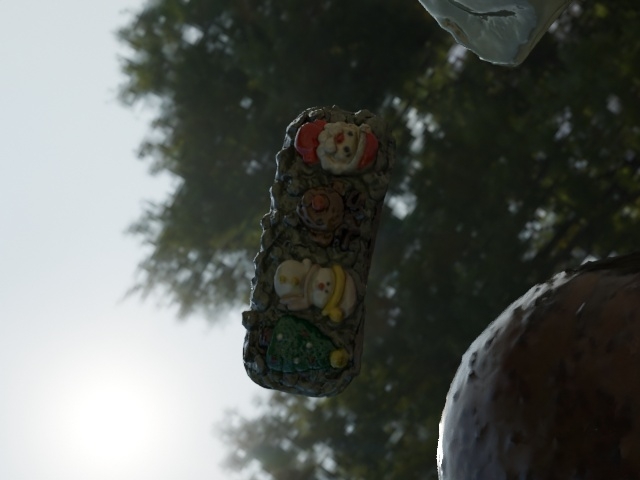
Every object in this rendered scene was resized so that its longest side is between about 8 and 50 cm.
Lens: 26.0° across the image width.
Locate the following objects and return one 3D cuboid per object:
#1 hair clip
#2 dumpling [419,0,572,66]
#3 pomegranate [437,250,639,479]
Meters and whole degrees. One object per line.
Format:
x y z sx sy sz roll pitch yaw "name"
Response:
0.000 0.000 1.468 0.138 0.091 0.321 10 -105 -3 "hair clip"
0.139 -0.263 1.018 0.179 0.252 0.131 39 -148 14 "dumpling"
0.211 0.073 0.742 0.285 0.285 0.340 18 -106 -26 "pomegranate"
